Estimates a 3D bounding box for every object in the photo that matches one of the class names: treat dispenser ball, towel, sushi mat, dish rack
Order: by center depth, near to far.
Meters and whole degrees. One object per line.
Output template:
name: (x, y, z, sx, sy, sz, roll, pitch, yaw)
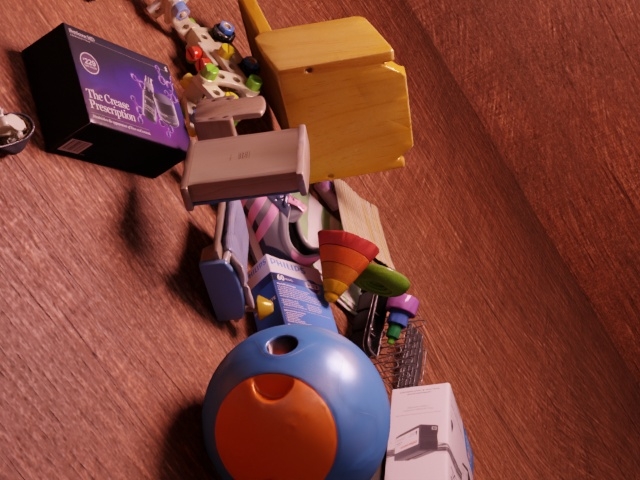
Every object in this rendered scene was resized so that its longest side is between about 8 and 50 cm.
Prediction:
treat dispenser ball: (-0.036, 0.271, 1.549, 0.288, 0.288, 0.288, 44, 31, -35)
towel: (0.000, 0.000, 2.185, 0.325, 0.038, 0.248, 43, 31, -37)
dish rack: (0.164, 0.217, 2.196, 0.271, 0.074, 0.208, 45, 46, -36)
sushi mat: (0.093, -0.040, 2.248, 0.151, 0.019, 0.316, 37, 19, -21)

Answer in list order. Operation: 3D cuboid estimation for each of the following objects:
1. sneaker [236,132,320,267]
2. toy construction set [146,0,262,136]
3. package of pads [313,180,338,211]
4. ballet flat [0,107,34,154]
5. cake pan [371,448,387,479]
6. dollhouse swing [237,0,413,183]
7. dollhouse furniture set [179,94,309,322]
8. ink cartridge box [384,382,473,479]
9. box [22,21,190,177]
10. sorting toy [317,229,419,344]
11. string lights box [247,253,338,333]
sneaker: (-0.097, -0.081, 1.918, 0.319, 0.131, 0.112, 66, 23, -20)
toy construction set: (-0.229, -0.353, 1.977, 0.215, 0.151, 0.328, -11, 72, -45)
package of pads: (0.018, -0.112, 2.333, 0.083, 0.032, 0.050, 52, 27, -24)
ballet flat: (-0.466, -0.150, 1.390, 0.074, 0.074, 0.203, 65, 25, 4)
cake pan: (0.037, 0.349, 1.896, 0.293, 0.054, 0.293, 44, 32, -36)
dollhouse swing: (0.009, -0.349, 2.117, 0.347, 0.315, 0.305, 76, 6, -53)
dollhouse furniture set: (-0.099, -0.054, 1.762, 0.286, 0.198, 0.303, -88, 170, -49)
ink cartridge box: (0.214, 0.466, 1.971, 0.307, 0.129, 0.223, -79, 154, -53)
box: (-0.343, -0.223, 1.667, 0.261, 0.103, 0.184, 12, 53, -60)
sorting toy: (0.089, 0.110, 1.974, 0.365, 0.127, 0.126, 45, 58, -52)
string lights box: (-0.041, 0.158, 1.831, 0.133, 0.077, 0.260, 18, 41, -38)
